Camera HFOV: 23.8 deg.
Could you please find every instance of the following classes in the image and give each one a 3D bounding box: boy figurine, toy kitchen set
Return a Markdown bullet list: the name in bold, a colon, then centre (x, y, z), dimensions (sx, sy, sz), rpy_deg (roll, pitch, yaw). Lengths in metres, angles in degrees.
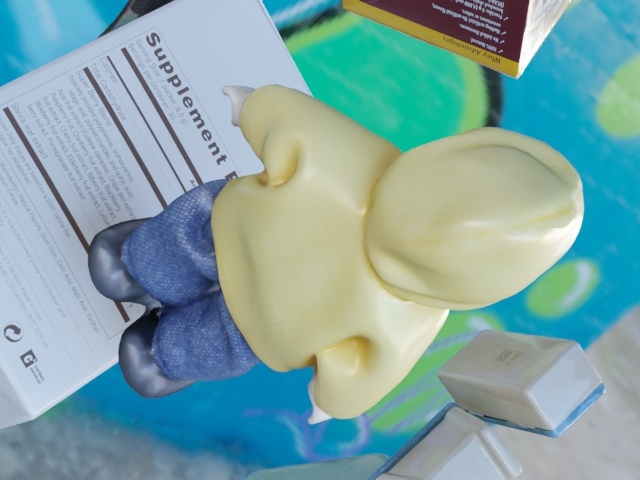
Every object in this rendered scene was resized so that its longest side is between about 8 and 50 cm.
- **boy figurine**: centre (0.000, 0.000, 0.750), dimensions (0.092, 0.285, 0.177), rpy_deg (-19, 90, -47)
- **toy kitchen set**: centre (0.112, 0.190, 1.027), dimensions (0.166, 0.207, 0.122), rpy_deg (55, -18, -15)

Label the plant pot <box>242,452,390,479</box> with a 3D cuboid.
- **plant pot**: centre (0.010, 0.349, 1.445), dimensions (0.252, 0.247, 0.248), rpy_deg (-90, 166, -49)

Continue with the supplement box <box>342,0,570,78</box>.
- **supplement box**: centre (0.136, -0.289, 1.407), dimensions (0.191, 0.194, 0.129), rpy_deg (24, 54, 17)

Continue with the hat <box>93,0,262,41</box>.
- **hat**: centre (-0.126, -0.293, 1.730), dimensions (0.134, 0.331, 0.331), rpy_deg (34, 20, -4)

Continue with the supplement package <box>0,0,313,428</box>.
- **supplement package**: centre (-0.153, -0.023, 0.975), dimensions (0.293, 0.177, 0.175), rpy_deg (-35, 99, -38)
